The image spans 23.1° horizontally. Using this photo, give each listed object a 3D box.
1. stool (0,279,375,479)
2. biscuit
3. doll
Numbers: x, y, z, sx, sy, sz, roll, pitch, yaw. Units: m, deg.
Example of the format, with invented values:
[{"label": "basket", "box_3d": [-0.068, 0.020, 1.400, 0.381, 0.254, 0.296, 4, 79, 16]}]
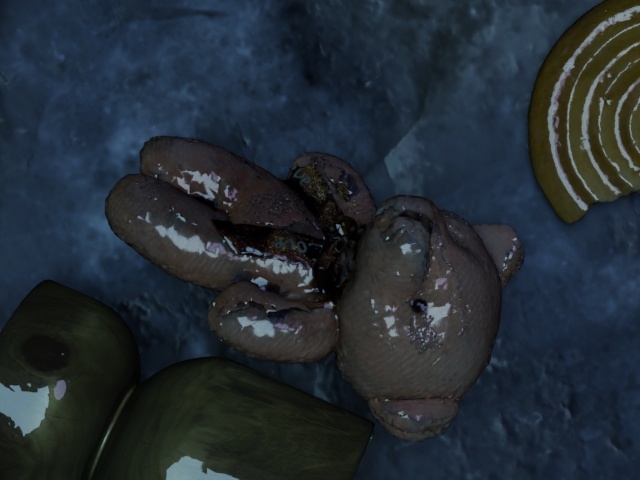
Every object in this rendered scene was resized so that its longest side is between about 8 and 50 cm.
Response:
[{"label": "stool", "box_3d": [-0.113, 0.160, 1.127, 0.264, 0.179, 0.179, 23, 88, 4]}, {"label": "biscuit", "box_3d": [0.252, -0.122, 1.200, 0.224, 0.033, 0.144, -29, 86, 0]}, {"label": "doll", "box_3d": [0.000, 0.000, 1.125, 0.303, 0.156, 0.201, 27, 54, -3]}]
